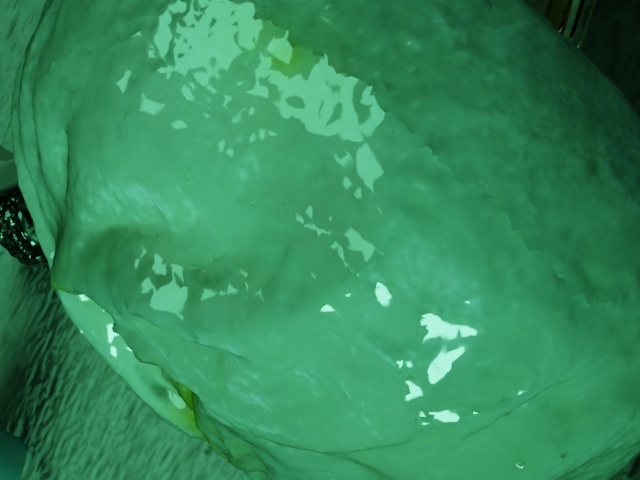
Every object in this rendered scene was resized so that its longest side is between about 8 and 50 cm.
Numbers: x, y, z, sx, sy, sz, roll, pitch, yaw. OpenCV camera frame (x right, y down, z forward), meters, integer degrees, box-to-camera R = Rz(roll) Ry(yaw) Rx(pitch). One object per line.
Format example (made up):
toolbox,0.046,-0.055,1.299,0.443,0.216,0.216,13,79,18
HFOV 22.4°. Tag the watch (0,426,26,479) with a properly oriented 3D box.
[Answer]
watch,-0.307,0.196,1.138,0.211,0.211,0.193,-33,25,34

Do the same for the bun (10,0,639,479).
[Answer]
bun,0.000,0.000,0.742,0.211,0.362,0.362,-50,36,-12

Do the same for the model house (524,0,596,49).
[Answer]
model house,0.108,-0.197,0.842,0.207,0.154,0.294,-31,19,12

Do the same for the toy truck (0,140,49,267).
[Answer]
toy truck,-0.271,0.003,1.166,0.136,0.111,0.286,-8,35,46
